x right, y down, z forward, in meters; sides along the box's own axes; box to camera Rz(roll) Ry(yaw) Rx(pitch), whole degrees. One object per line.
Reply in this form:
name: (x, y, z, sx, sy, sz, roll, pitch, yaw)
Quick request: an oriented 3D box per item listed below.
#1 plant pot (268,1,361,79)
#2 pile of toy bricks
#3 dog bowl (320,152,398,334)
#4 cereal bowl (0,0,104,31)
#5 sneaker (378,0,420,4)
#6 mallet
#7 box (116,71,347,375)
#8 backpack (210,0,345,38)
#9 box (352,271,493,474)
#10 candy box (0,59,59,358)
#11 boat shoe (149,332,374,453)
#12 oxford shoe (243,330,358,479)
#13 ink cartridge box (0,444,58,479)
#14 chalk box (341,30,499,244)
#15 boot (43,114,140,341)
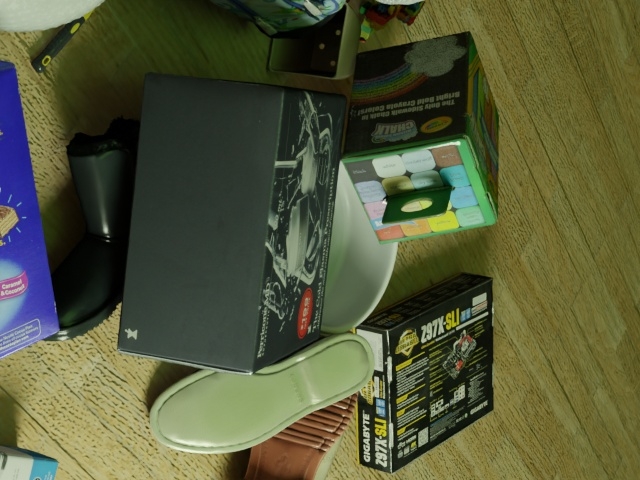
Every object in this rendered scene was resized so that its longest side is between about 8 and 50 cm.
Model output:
plant pot: (0.002, -0.284, 1.961, 0.096, 0.109, 0.109, 3, 96, -65)
pile of toy bricks: (0.084, -0.348, 2.064, 0.212, 0.118, 0.105, -47, 163, -56)
dog bowl: (0.000, 0.000, 2.020, 0.265, 0.104, 0.265, -16, 111, -49)
cereal bowl: (-0.302, -0.386, 1.479, 0.339, 0.141, 0.339, -22, 121, -43)
sneaker: (0.087, -0.401, 1.905, 0.153, 0.268, 0.101, -35, 130, -48)
mallet: (-0.288, -0.281, 1.643, 0.190, 0.039, 0.062, -49, 135, -28)
box: (-0.103, -0.029, 1.737, 0.312, 0.178, 0.343, -16, 113, -74)
backpack: (-0.062, -0.409, 1.688, 0.355, 0.273, 0.290, 10, 92, -57)
box: (0.182, 0.219, 2.331, 0.322, 0.079, 0.257, -22, 114, -48)
candy box: (-0.432, -0.012, 1.450, 0.268, 0.122, 0.317, -25, 119, -45)
boat shoe: (-0.094, 0.207, 1.940, 0.340, 0.113, 0.127, -22, 100, -23)
oxford shoe: (-0.043, 0.313, 2.057, 0.146, 0.140, 0.397, 94, 18, -65)
ink cartridge box: (-0.412, 0.305, 1.585, 0.190, 0.082, 0.140, 21, 82, -51)
chalk box: (0.143, -0.120, 1.904, 0.179, 0.180, 0.289, 63, 26, -43)
boot: (-0.283, -0.020, 1.657, 0.246, 0.094, 0.207, -41, 133, -47)
